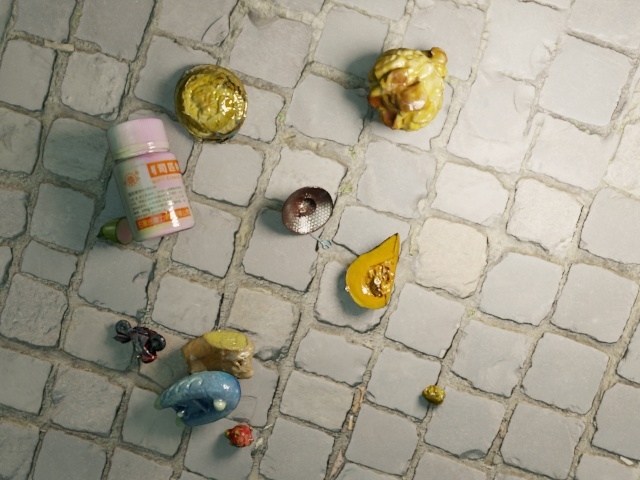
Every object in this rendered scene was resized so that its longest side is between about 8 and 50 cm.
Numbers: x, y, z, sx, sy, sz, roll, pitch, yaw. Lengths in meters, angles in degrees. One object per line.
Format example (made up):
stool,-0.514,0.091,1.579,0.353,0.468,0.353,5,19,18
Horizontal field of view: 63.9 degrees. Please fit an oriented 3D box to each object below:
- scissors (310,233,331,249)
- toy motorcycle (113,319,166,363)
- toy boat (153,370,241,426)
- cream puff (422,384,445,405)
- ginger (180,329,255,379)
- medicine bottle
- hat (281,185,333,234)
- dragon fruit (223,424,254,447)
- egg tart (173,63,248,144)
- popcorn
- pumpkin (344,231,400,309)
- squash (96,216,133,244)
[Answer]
scissors,0.000,0.000,1.844,0.083,0.006,0.036,32,98,1
toy motorcycle,-0.667,0.374,1.886,0.213,0.082,0.123,20,96,14
toy boat,-0.428,0.580,1.807,0.329,0.123,0.215,-23,121,17
cream puff,0.406,0.551,1.839,0.083,0.083,0.058,6,50,14
ginger,-0.367,0.430,1.847,0.275,0.130,0.221,20,106,1
medicine bottle,-0.585,-0.204,1.763,0.219,0.219,0.389,-16,92,5
hat,-0.056,-0.123,1.806,0.193,0.082,0.193,-13,128,-17
dragon fruit,-0.302,0.719,1.887,0.116,0.086,0.081,-8,67,40
egg tart,-0.390,-0.475,1.783,0.290,0.107,0.291,0,94,5
popcorn,0.286,-0.512,1.690,0.265,0.225,0.332,35,74,-11
pumpkin,0.184,0.093,1.802,0.163,0.111,0.279,12,97,19
squash,-0.755,-0.037,1.861,0.132,0.105,0.105,2,95,22
